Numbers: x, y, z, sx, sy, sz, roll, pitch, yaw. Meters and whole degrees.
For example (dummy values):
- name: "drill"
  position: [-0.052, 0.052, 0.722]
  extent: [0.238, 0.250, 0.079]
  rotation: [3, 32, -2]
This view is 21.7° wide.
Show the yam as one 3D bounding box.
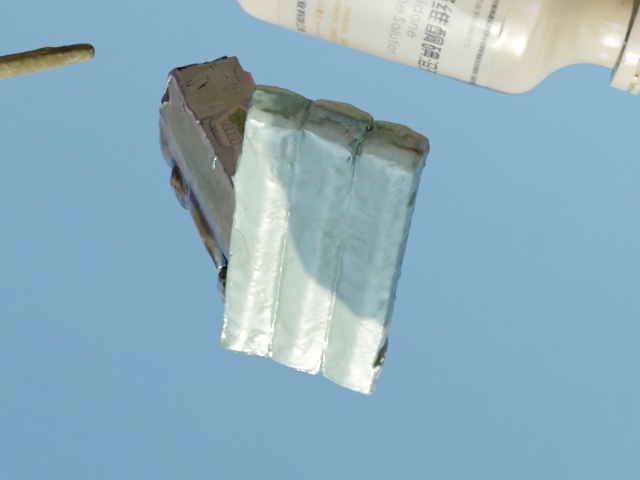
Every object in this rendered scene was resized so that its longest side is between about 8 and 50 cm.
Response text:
- name: "yam"
  position: [-0.176, -0.094, 0.906]
  extent: [0.107, 0.014, 0.014]
  rotation: [-12, -135, -6]

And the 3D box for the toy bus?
- name: "toy bus"
  position: [-0.066, -0.044, 1.572]
  extent: [0.112, 0.138, 0.317]
  rotation: [-15, -133, -18]

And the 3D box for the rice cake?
- name: "rice cake"
  position: [0.000, 0.000, 1.038]
  extent: [0.124, 0.211, 0.038]
  rotation: [18, -137, 2]

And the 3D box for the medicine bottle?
- name: "medicine bottle"
  position: [0.087, -0.136, 0.858]
  extent: [0.252, 0.114, 0.114]
  rotation: [18, -143, 5]
